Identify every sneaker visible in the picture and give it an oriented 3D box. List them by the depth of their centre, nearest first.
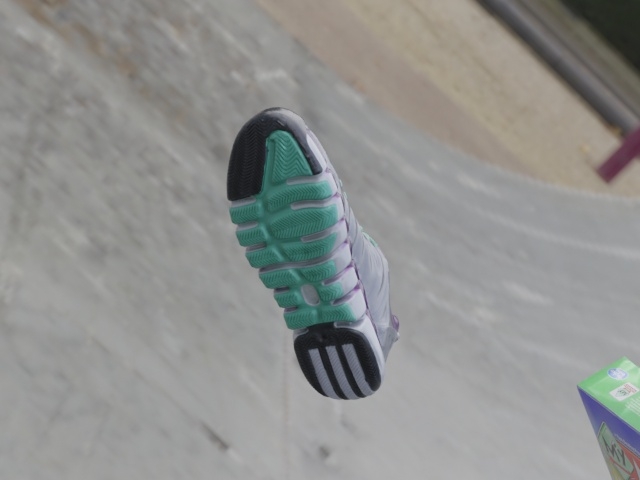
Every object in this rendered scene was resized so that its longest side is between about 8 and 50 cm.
[{"bbox_3d":[0.000,0.000,1.103,0.098,0.083,0.223,-51,130,-56],"label":"sneaker"}]

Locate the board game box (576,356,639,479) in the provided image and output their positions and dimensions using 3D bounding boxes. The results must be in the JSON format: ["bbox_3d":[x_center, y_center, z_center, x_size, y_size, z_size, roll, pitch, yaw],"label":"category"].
[{"bbox_3d":[0.285,0.223,0.982,0.213,0.046,0.317,66,-9,-22],"label":"board game box"}]
